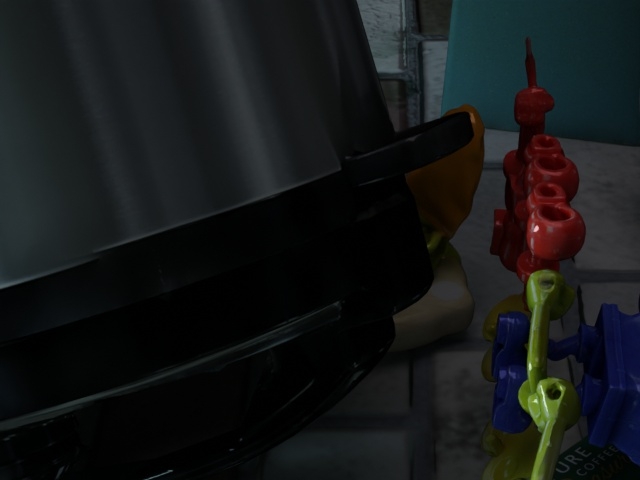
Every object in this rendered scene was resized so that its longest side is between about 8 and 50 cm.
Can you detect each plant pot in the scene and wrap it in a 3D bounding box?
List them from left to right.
[{"bbox_3d":[0.195,-0.224,1.197,0.166,0.234,0.165,8,34,15],"label":"plant pot"}]

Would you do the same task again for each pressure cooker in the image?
[{"bbox_3d":[-0.156,-0.065,0.787,0.376,0.420,0.370,-20,6,-26],"label":"pressure cooker"}]

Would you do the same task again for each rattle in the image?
[{"bbox_3d":[0.000,0.000,0.946,0.200,0.142,0.130,1,50,-8],"label":"rattle"}]

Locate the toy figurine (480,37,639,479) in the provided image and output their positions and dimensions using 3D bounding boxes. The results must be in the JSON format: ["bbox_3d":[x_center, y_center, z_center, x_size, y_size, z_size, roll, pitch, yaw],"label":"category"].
[{"bbox_3d":[0.193,0.066,0.711,0.217,0.191,0.362,5,34,2],"label":"toy figurine"}]

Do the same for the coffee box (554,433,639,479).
[{"bbox_3d":[0.188,0.164,0.759,0.113,0.040,0.184,-29,41,-36],"label":"coffee box"}]
